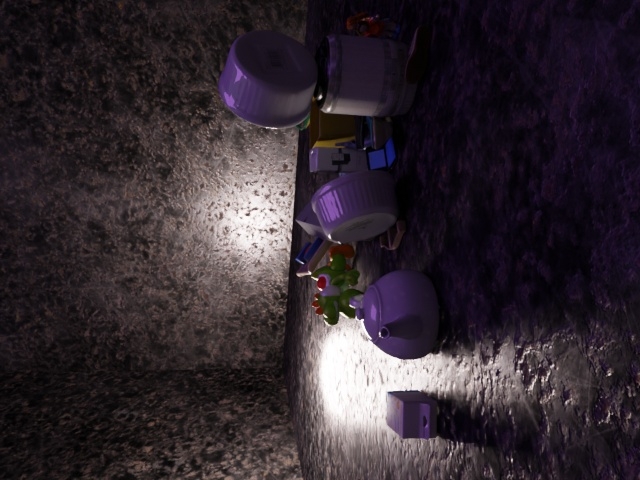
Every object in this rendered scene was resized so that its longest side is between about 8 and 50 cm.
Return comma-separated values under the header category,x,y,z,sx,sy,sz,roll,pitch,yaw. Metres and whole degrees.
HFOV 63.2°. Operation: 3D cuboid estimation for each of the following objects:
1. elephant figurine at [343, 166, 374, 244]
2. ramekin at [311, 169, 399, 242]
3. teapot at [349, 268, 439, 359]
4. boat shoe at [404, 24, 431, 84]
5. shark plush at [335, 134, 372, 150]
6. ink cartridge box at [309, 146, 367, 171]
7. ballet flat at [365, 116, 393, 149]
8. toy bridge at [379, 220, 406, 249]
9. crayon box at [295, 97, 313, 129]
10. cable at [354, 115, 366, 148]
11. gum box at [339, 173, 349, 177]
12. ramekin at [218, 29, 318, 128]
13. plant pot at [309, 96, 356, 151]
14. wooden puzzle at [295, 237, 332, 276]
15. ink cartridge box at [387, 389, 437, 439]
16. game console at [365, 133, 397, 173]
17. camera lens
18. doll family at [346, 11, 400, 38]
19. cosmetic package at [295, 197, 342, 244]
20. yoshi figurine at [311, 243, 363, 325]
category,x,y,z,sx,sy,sz,roll,pitch,yaw
elephant figurine,0.133,-0.125,1.834,0.169,0.185,0.240,31,-117,-52
ramekin,0.114,-0.092,1.587,0.273,0.272,0.127,116,142,-65
teapot,0.181,0.190,1.358,0.256,0.186,0.253,104,164,-52
boat shoe,0.261,-0.500,1.404,0.049,0.056,0.152,-104,27,-69
shark plush,0.131,-0.348,1.829,0.067,0.161,0.073,-3,-73,-69
ink cartridge box,0.071,-0.297,1.939,0.153,0.208,0.087,-157,69,-79
ballet flat,0.190,-0.360,1.641,0.249,0.086,0.086,-90,7,-57
toy bridge,0.222,-0.006,1.596,0.188,0.026,0.063,127,141,-72
crayon box,-0.031,-0.655,2.434,0.279,0.081,0.165,-53,4,16
cable,0.153,-0.429,1.787,0.287,0.072,0.140,-87,-4,-51
gum box,0.115,-0.255,2.152,0.157,0.041,0.185,137,132,-75
ramekin,-0.139,-0.461,1.463,0.135,0.276,0.278,120,151,-52
plant pot,0.066,-0.471,2.049,0.212,0.187,0.213,150,122,-76
wooden puzzle,0.000,0.000,2.208,0.322,0.080,0.348,-56,3,-11
ink cartridge box,0.231,0.439,1.313,0.143,0.089,0.092,156,115,-79
game console,0.194,-0.278,1.670,0.071,0.107,0.122,54,-152,-58
camera lens,0.123,-0.478,1.520,0.219,0.274,0.220,-179,90,-79
doll family,0.146,-0.656,1.716,0.263,0.163,0.119,109,160,-57
cosmetic package,0.024,-0.079,2.011,0.127,0.107,0.238,-53,30,-15
yoshi figurine,0.097,0.182,1.984,0.203,0.203,0.362,-35,26,28
